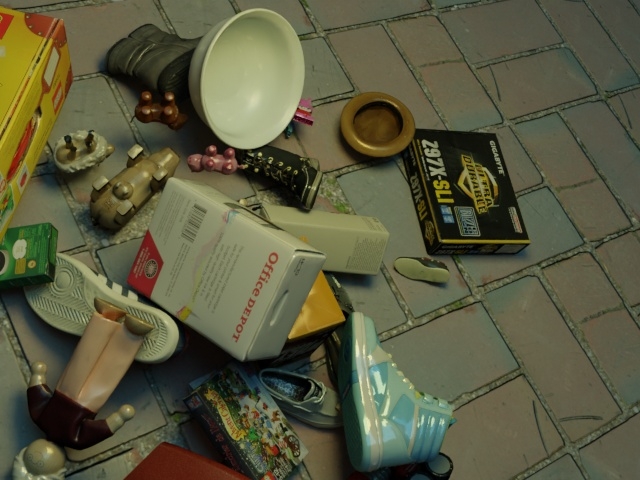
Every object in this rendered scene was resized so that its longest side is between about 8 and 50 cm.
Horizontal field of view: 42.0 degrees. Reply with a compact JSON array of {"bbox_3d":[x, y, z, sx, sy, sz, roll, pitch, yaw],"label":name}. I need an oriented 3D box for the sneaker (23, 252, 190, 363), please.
[{"bbox_3d":[-0.401,0.135,1.580,0.350,0.148,0.131,28,89,18],"label":"sneaker"}]

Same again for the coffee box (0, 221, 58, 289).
[{"bbox_3d":[-0.582,0.033,1.546,0.184,0.040,0.113,-9,62,6],"label":"coffee box"}]

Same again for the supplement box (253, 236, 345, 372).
[{"bbox_3d":[-0.078,0.131,1.659,0.129,0.194,0.191,-16,70,-30],"label":"supplement box"}]

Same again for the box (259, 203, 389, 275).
[{"bbox_3d":[0.000,0.000,1.803,0.275,0.113,0.094,8,24,-20],"label":"box"}]

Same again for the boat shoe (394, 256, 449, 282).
[{"bbox_3d":[0.232,0.063,1.926,0.133,0.049,0.042,13,30,-8],"label":"boat shoe"}]

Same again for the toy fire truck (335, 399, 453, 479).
[{"bbox_3d":[0.105,0.439,1.612,0.246,0.158,0.217,32,46,26],"label":"toy fire truck"}]

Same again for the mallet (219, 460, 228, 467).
[{"bbox_3d":[-0.128,0.482,1.521,0.039,0.062,0.189,-24,74,-35],"label":"mallet"}]

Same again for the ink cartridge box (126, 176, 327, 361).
[{"bbox_3d":[-0.176,0.050,1.522,0.306,0.226,0.131,30,11,25],"label":"ink cartridge box"}]

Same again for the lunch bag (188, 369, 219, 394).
[{"bbox_3d":[-0.207,0.297,1.599,0.071,0.053,0.083,-24,84,-30],"label":"lunch bag"}]

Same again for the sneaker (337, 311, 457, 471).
[{"bbox_3d":[0.148,0.287,1.601,0.208,0.127,0.319,3,58,-13],"label":"sneaker"}]

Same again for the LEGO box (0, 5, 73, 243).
[{"bbox_3d":[-0.724,-0.214,1.539,0.373,0.193,0.500,12,58,-1],"label":"LEGO box"}]

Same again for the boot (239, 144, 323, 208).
[{"bbox_3d":[-0.090,-0.148,1.835,0.179,0.085,0.236,17,19,-9],"label":"boot"}]

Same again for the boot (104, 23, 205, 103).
[{"bbox_3d":[-0.311,-0.450,1.913,0.223,0.118,0.338,30,46,27],"label":"boot"}]

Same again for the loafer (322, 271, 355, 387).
[{"bbox_3d":[0.045,0.175,1.754,0.096,0.084,0.267,-5,64,-25],"label":"loafer"}]

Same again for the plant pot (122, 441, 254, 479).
[{"bbox_3d":[-0.238,0.494,1.362,0.236,0.267,0.267,37,54,14],"label":"plant pot"}]

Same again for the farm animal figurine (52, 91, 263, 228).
[{"bbox_3d":[-0.336,-0.118,1.721,0.327,0.172,0.330,-29,84,-20],"label":"farm animal figurine"}]

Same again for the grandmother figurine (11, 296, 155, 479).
[{"bbox_3d":[-0.421,0.271,1.427,0.208,0.104,0.342,22,82,27],"label":"grandmother figurine"}]

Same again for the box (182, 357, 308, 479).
[{"bbox_3d":[-0.134,0.345,1.544,0.233,0.044,0.159,56,31,-2],"label":"box"}]

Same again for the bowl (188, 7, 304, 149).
[{"bbox_3d":[-0.182,-0.355,1.804,0.134,0.297,0.298,21,44,38],"label":"bowl"}]

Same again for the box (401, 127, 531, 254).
[{"bbox_3d":[0.352,-0.121,2.059,0.257,0.079,0.322,0,63,-21],"label":"box"}]

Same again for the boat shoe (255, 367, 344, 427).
[{"bbox_3d":[-0.030,0.309,1.648,0.228,0.081,0.079,19,57,-12],"label":"boat shoe"}]

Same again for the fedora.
[{"bbox_3d":[0.134,-0.271,2.041,0.194,0.079,0.194,5,64,-10],"label":"fedora"}]

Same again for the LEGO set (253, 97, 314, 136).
[{"bbox_3d":[-0.125,-0.322,1.967,0.227,0.087,0.093,18,54,-5],"label":"LEGO set"}]
